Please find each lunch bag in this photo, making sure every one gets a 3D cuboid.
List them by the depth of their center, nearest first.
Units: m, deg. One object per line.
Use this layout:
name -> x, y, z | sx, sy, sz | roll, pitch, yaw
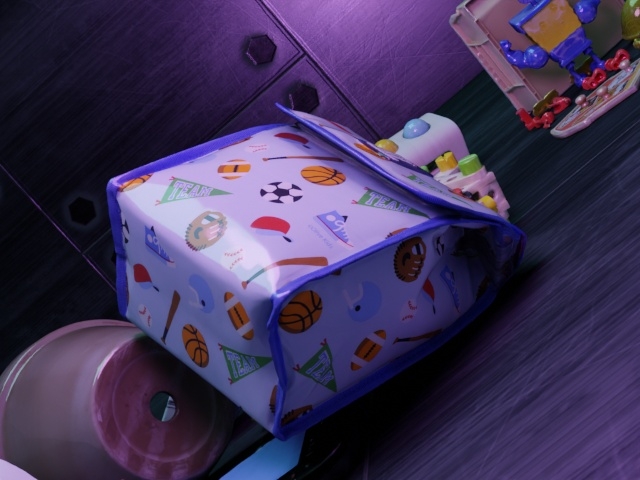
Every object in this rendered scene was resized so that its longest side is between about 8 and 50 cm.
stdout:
lunch bag -> 0.000, 0.000, 1.406 | 0.385, 0.328, 0.239 | -23, -50, -33

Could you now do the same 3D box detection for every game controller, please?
game controller -> -0.071, 0.278, 1.377 | 0.319, 0.067, 0.166 | -40, 6, 23

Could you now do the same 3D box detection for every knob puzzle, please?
knob puzzle -> 0.440, -0.229, 1.936 | 0.213, 0.030, 0.213 | -41, 6, 6

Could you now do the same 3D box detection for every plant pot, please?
plant pot -> -0.250, 0.238, 1.580 | 0.323, 0.323, 0.280 | -45, 8, -33

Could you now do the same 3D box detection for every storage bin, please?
storage bin -> 0.426, -0.423, 2.323 | 0.262, 0.260, 0.123 | -42, 10, -6

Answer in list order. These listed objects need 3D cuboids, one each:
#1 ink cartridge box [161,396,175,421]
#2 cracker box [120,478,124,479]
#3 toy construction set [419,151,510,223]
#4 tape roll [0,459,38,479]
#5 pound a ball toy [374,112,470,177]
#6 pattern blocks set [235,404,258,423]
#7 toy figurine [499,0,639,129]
ink cartridge box -> -0.188, 0.240, 1.922 | 0.139, 0.082, 0.191 | -57, -12, -67
cracker box -> -0.247, 0.383, 1.304 | 0.232, 0.156, 0.067 | -38, 7, 25
toy construction set -> 0.131, 0.001, 1.659 | 0.328, 0.151, 0.215 | -47, 19, -13
tape roll -> -0.408, 0.409, 1.528 | 0.286, 0.286, 0.100 | -36, 9, 44
pound a ball toy -> 0.101, -0.131, 2.339 | 0.319, 0.136, 0.208 | -34, 29, -16
pattern blocks set -> -0.034, 0.145, 1.717 | 0.325, 0.026, 0.285 | -39, -26, -52
toy figurine -> 0.447, -0.390, 2.143 | 0.362, 0.217, 0.191 | -41, 6, 9
